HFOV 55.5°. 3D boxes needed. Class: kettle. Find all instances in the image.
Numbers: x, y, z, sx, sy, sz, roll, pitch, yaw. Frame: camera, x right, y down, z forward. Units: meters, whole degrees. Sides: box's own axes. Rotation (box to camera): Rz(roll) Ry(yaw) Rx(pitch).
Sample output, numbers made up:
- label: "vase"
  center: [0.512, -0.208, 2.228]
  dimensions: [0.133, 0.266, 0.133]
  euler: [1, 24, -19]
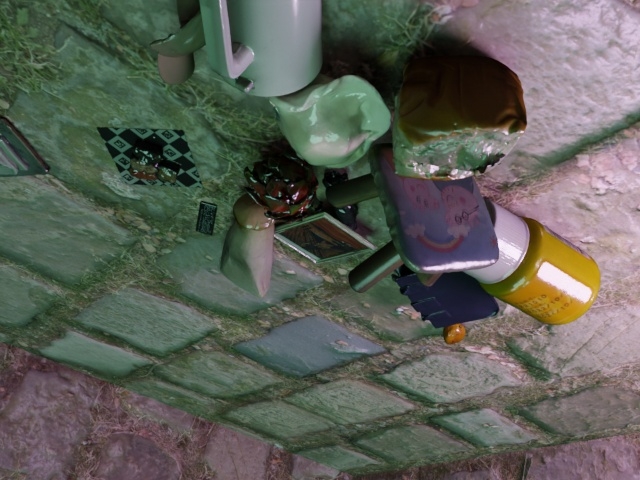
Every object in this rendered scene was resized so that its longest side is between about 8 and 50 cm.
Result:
- label: "kettle"
  center: [-0.116, -0.417, 1.028]
  dimensions: [0.265, 0.205, 0.318]
  euler: [-31, 153, -21]

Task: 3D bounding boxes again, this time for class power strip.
- label: "power strip"
  center: [-0.869, -0.230, 1.629]
  dimensions: [0.198, 0.065, 0.213]
  euler: [-2, 145, 18]

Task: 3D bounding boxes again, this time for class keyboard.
- label: "keyboard"
  center: [-0.336, -0.063, 1.790]
  dimensions: [0.053, 0.010, 0.155]
  euler: [15, 145, -6]

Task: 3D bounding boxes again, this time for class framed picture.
- label: "framed picture"
  center: [0.000, 0.000, 1.750]
  dimensions: [0.216, 0.016, 0.273]
  euler: [33, 151, -29]

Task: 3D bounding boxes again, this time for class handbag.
- label: "handbag"
  center: [0.363, 0.140, 1.828]
  dimensions: [0.269, 0.118, 0.326]
  euler: [-19, 136, 24]

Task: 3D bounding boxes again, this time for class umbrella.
- label: "umbrella"
  center: [0.059, -0.095, 1.617]
  dimensions: [0.066, 0.059, 0.236]
  euler: [19, 153, 25]

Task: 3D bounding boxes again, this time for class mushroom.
- label: "mushroom"
  center: [-0.206, 0.013, 1.764]
  dimensions: [0.154, 0.137, 0.407]
  euler: [35, 144, 17]

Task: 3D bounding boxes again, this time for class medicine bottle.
- label: "medicine bottle"
  center: [0.515, 0.055, 1.575]
  dimensions: [0.384, 0.224, 0.224]
  euler: [27, 141, -25]

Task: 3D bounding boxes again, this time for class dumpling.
- label: "dumpling"
  center: [0.029, -0.264, 1.271]
  dimensions: [0.242, 0.187, 0.318]
  euler: [-11, 160, 21]

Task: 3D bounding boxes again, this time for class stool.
- label: "stool"
  center: [0.205, -0.041, 1.385]
  dimensions: [0.310, 0.310, 0.226]
  euler: [-2, 157, -36]

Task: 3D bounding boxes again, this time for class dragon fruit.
- label: "dragon fruit"
  center: [-0.089, -0.135, 1.491]
  dimensions: [0.182, 0.182, 0.189]
  euler: [2, 140, 10]

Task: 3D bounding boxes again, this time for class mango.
- label: "mango"
  center: [0.461, 0.324, 2.112]
  dimensions: [0.080, 0.060, 0.114]
  euler: [-6, 143, -6]

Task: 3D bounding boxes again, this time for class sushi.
- label: "sushi"
  center: [-0.446, -0.197, 1.593]
  dimensions: [0.231, 0.047, 0.220]
  euler: [3, 145, 8]

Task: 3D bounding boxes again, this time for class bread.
- label: "bread"
  center: [0.266, -0.236, 1.194]
  dimensions: [0.250, 0.279, 0.225]
  euler: [7, 133, 3]

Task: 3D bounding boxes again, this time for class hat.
- label: "hat"
  center: [-0.243, -0.387, 1.187]
  dimensions: [0.144, 0.166, 0.173]
  euler: [7, 156, 22]
